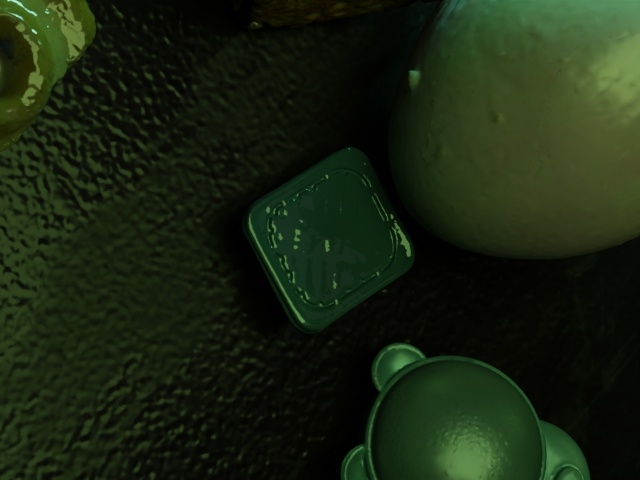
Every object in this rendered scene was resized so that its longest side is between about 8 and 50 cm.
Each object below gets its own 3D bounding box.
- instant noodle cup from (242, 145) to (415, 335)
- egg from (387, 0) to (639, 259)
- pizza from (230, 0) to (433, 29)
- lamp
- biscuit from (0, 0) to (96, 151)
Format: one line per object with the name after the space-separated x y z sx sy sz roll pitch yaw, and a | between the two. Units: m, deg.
0.000 0.000 1.712 0.179 0.070 0.157 -32 101 -27 | instant noodle cup
0.235 -0.129 1.708 0.340 0.354 0.354 -39 106 -11 | egg
0.028 -0.314 1.657 0.409 0.278 0.114 6 69 -53 | pizza
0.169 0.243 1.744 0.284 0.147 0.209 29 70 -26 | lamp
-0.353 -0.184 1.513 0.213 0.091 0.274 38 71 -24 | biscuit
